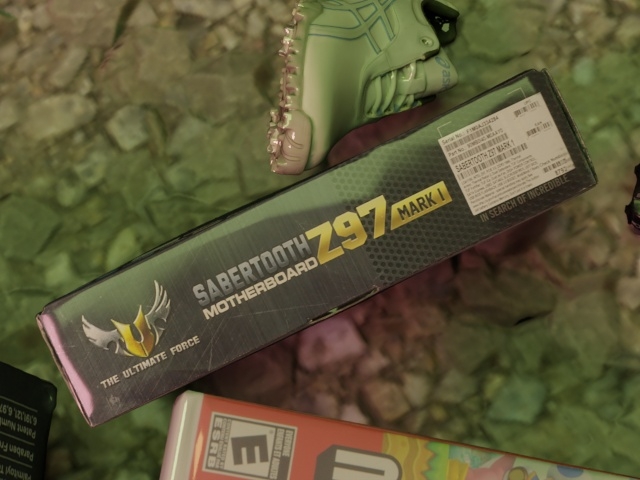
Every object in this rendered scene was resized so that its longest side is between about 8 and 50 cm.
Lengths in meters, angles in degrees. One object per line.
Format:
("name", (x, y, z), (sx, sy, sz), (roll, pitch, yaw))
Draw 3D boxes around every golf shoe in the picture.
("golf shoe", (0.025, -0.087, 0.812), (0.086, 0.069, 0.176), (15, 39, 4))

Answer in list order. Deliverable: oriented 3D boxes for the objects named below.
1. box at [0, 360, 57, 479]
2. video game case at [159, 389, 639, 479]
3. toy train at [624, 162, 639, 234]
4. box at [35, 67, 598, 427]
("box", (-0.314, 0.202, 0.719), (0.343, 0.179, 0.312), (-7, 70, 23))
("video game case", (0.061, 0.188, 0.690), (0.285, 0.025, 0.204), (12, 76, -13))
("toy train", (0.178, -0.078, 0.826), (0.027, 0.036, 0.158), (13, 74, 15))
("box", (0.000, 0.000, 0.756), (0.233, 0.183, 0.059), (-25, 90, 3))
